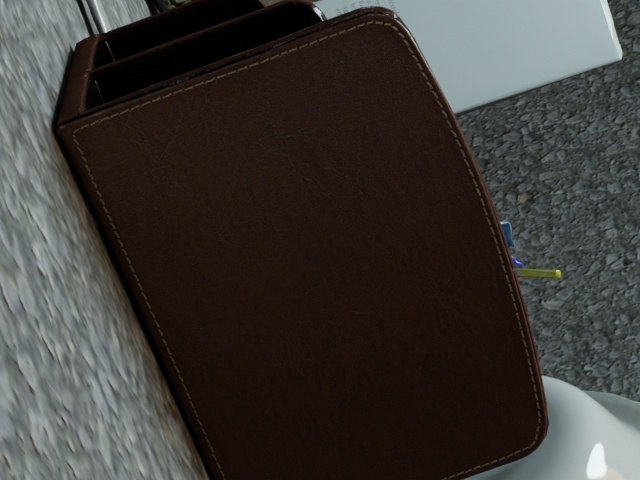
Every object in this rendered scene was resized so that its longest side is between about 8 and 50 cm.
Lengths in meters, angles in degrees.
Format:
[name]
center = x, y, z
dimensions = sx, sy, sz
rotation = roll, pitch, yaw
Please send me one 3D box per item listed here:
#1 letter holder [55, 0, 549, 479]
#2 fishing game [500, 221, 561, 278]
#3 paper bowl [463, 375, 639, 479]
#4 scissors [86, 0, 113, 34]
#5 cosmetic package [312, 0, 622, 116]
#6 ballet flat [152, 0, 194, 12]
[letter holder]
center = 0.000, 0.000, 1.132
dimensions = 0.152, 0.214, 0.301
rotation = -96, 166, -66
[fishing game]
center = 0.068, -0.037, 1.459
dimensions = 0.264, 0.041, 0.189
rotation = 30, -16, -25
[paper bowl]
center = 0.109, 0.195, 1.189
dimensions = 0.284, 0.284, 0.148
rotation = -98, 163, -63
[scissors]
center = -0.164, -0.206, 1.230
dimensions = 0.109, 0.021, 0.297
rotation = -100, 168, -68
[cosmetic package]
center = 0.100, -0.195, 1.874
dimensions = 0.217, 0.385, 0.156
rotation = -60, 131, -83
[ballet flat]
center = -0.134, -0.268, 1.502
dimensions = 0.074, 0.074, 0.203
rotation = -92, 164, -71
